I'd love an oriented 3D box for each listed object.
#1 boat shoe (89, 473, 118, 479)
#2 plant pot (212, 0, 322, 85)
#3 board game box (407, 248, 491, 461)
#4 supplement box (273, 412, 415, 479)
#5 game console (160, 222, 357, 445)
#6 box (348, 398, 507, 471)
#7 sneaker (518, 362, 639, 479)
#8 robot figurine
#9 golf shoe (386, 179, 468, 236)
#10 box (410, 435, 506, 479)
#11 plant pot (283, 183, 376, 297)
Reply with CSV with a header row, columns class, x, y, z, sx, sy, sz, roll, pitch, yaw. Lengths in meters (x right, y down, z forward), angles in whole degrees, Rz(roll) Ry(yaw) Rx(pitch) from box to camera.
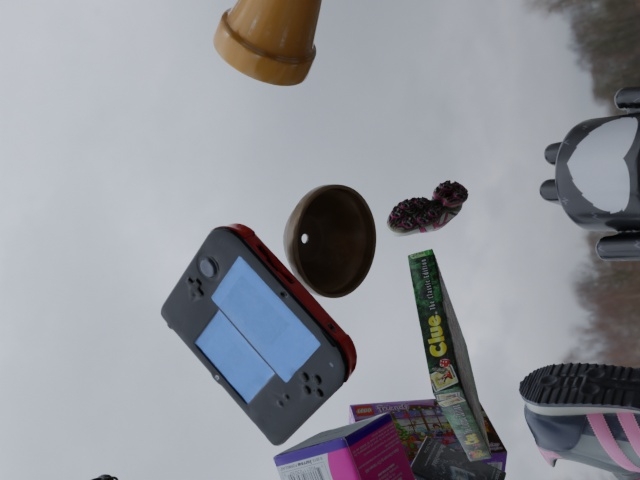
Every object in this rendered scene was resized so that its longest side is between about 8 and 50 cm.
class,x,y,z,sx,sy,sz,roll,pitch,yaw
boat shoe,-0.322,0.381,1.223,0.080,0.228,0.076,15,-118,-18
plant pot,-0.085,-0.438,1.634,0.205,0.188,0.205,18,-143,-14
board game box,0.132,0.125,0.835,0.259,0.030,0.136,59,-162,-58
supplement box,0.052,0.331,0.977,0.114,0.111,0.220,-10,-102,-56
game console,-0.133,0.187,1.646,0.386,0.342,0.060,48,-144,11
box,0.220,0.415,1.763,0.201,0.294,0.057,-111,20,-64
sneaker,0.393,0.226,0.963,0.112,0.319,0.131,-37,-60,-42
robot figurine,0.447,-0.096,1.184,0.174,0.278,0.209,-34,-70,-30
golf shoe,0.184,-0.037,1.454,0.186,0.067,0.086,-23,-36,-36
box,0.225,0.435,1.445,0.093,0.158,0.156,-71,-14,15
plant pot,0.000,0.000,1.754,0.237,0.110,0.237,-3,-86,-43
